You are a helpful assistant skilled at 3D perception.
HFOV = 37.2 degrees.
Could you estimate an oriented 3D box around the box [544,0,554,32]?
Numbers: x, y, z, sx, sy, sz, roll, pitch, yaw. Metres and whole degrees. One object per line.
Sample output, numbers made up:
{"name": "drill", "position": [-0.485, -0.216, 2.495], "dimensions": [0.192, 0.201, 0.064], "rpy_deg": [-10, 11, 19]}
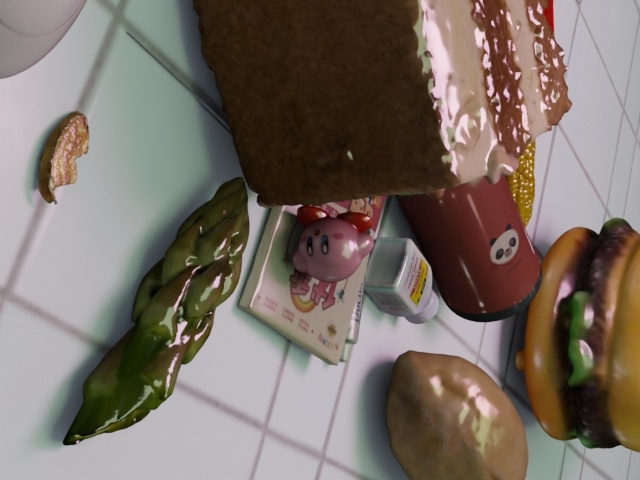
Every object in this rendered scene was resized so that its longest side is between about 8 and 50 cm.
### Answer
{"name": "box", "position": [0.239, -0.381, 1.344], "dimensions": [0.313, 0.089, 0.197], "rpy_deg": [-21, 111, -54]}

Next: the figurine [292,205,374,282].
{"name": "figurine", "position": [0.013, 0.008, 0.977], "dimensions": [0.067, 0.083, 0.071], "rpy_deg": [69, 24, -59]}

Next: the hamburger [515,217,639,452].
{"name": "hamburger", "position": [0.489, 0.155, 1.593], "dimensions": [0.395, 0.277, 0.396], "rpy_deg": [-14, 107, -57]}

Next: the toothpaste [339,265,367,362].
{"name": "toothpaste", "position": [0.037, 0.044, 1.111], "dimensions": [0.048, 0.029, 0.197], "rpy_deg": [23, 70, -48]}

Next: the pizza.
{"name": "pizza", "position": [-0.201, -0.066, 0.743], "dimensions": [0.037, 0.016, 0.083], "rpy_deg": [44, 53, -48]}

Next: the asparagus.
{"name": "asparagus", "position": [-0.123, 0.059, 0.820], "dimensions": [0.080, 0.080, 0.287], "rpy_deg": [55, 48, -44]}

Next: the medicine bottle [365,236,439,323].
{"name": "medicine bottle", "position": [0.104, 0.056, 1.191], "dimensions": [0.118, 0.055, 0.074], "rpy_deg": [51, 49, -47]}

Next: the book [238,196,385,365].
{"name": "book", "position": [0.000, 0.000, 1.038], "dimensions": [0.162, 0.022, 0.232], "rpy_deg": [38, 60, -42]}

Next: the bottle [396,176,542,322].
{"name": "bottle", "position": [0.179, -0.051, 1.218], "dimensions": [0.144, 0.144, 0.336], "rpy_deg": [-61, 139, -35]}

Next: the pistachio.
{"name": "pistachio", "position": [0.173, 0.250, 1.222], "dimensions": [0.162, 0.181, 0.293], "rpy_deg": [-38, 130, -3]}

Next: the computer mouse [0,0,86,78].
{"name": "computer mouse", "position": [-0.205, -0.199, 0.447], "dimensions": [0.297, 0.121, 0.184], "rpy_deg": [48, 56, -50]}

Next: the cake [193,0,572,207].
{"name": "cake", "position": [0.065, -0.192, 0.910], "dimensions": [0.290, 0.255, 0.282], "rpy_deg": [-33, 112, -55]}

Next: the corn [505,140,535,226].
{"name": "corn", "position": [0.263, -0.132, 1.377], "dimensions": [0.102, 0.102, 0.313], "rpy_deg": [-55, 145, -40]}
